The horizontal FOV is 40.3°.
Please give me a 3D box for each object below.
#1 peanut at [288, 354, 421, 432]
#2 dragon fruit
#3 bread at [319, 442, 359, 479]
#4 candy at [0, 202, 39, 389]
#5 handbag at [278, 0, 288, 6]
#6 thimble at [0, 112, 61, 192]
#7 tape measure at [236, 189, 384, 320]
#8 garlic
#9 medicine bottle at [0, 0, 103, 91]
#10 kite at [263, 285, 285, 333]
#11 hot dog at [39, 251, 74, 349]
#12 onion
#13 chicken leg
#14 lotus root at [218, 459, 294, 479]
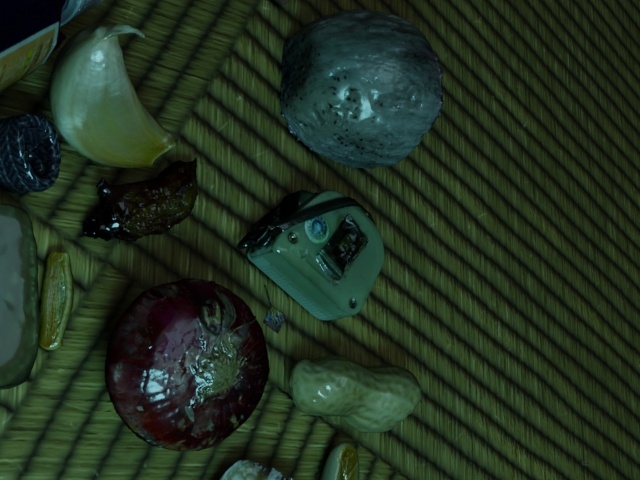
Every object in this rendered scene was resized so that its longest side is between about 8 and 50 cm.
[{"bbox_3d":[0.057,0.257,1.455,0.257,0.124,0.123,12,72,-34],"label":"peanut"},{"bbox_3d":[0.069,-0.285,1.532,0.221,0.204,0.282,8,74,-37],"label":"dragon fruit"},{"bbox_3d":[0.020,0.438,1.421,0.073,0.053,0.214,22,69,-29],"label":"bread"},{"bbox_3d":[-0.420,0.074,1.117,0.102,0.104,0.233,-2,80,-34],"label":"candy"},{"bbox_3d":[-0.098,-0.539,1.549,0.212,0.059,0.157,45,55,-20],"label":"handbag"},{"bbox_3d":[-0.402,-0.118,1.180,0.095,0.066,0.104,30,58,-63],"label":"thimble"},{"bbox_3d":[0.000,0.000,1.468,0.235,0.115,0.207,43,59,-23],"label":"tape measure"},{"bbox_3d":[-0.297,-0.205,1.217,0.245,0.164,0.145,82,17,-56],"label":"garlic"},{"bbox_3d":[-0.410,-0.316,1.095,0.242,0.243,0.395,58,33,-13],"label":"medicine bottle"},{"bbox_3d":[-0.084,0.118,1.443,0.044,0.002,0.078,-44,109,-37],"label":"kite"},{"bbox_3d":[-0.365,0.084,1.207,0.044,0.028,0.137,2,75,-12],"label":"hot dog"},{"bbox_3d":[-0.188,0.173,1.229,0.246,0.190,0.246,-8,104,-35],"label":"onion"},{"bbox_3d":[-0.259,-0.058,1.306,0.234,0.063,0.105,-21,98,-42],"label":"chicken leg"},{"bbox_3d":[-0.141,0.488,1.271,0.167,0.078,0.329,34,60,-2],"label":"lotus root"}]
